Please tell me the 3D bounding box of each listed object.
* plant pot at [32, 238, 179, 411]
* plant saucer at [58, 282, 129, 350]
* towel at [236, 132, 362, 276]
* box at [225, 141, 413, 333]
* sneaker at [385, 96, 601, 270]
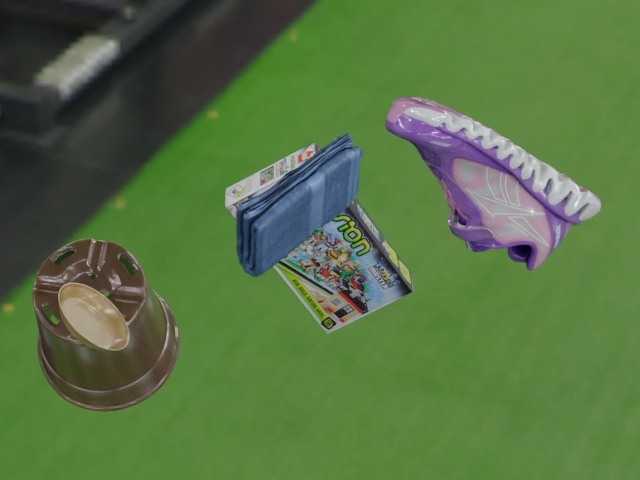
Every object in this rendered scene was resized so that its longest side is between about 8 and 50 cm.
[{"bbox_3d":[-0.249,0.086,1.944,0.167,0.165,0.167,-1,64,1],"label":"plant pot"},{"bbox_3d":[-0.220,0.076,1.647,0.083,0.015,0.083,36,25,-20],"label":"plant saucer"},{"bbox_3d":[-0.017,-0.026,1.285,0.029,0.067,0.119,33,52,24],"label":"towel"},{"bbox_3d":[0.000,0.000,1.858,0.114,0.207,0.036,-27,32,17],"label":"box"},{"bbox_3d":[0.145,-0.046,1.562,0.236,0.104,0.095,30,6,-31],"label":"sneaker"}]
